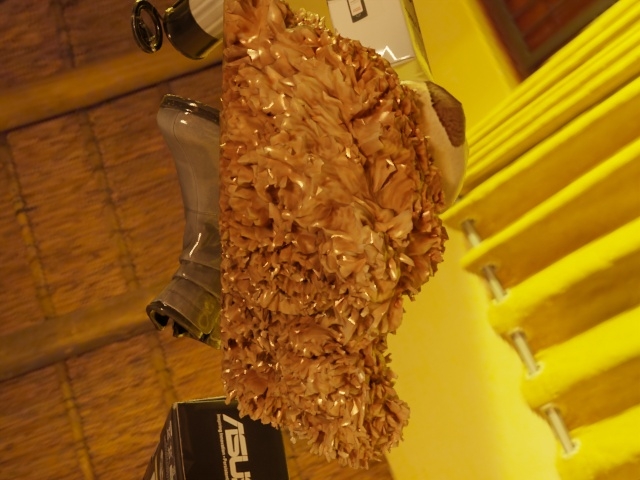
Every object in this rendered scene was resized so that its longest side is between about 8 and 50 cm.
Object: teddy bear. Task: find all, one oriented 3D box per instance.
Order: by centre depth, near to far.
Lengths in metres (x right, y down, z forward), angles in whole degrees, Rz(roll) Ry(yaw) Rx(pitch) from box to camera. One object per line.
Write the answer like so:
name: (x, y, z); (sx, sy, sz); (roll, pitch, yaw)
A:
teddy bear: (0.000, 0.000, 0.502); (0.113, 0.338, 0.245); (0, -127, -7)

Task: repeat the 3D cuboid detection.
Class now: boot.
boot: (-0.139, -0.002, 1.108); (0.222, 0.118, 0.338); (-61, -29, -19)

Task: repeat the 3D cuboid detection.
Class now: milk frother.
milk frother: (-0.164, -0.307, 1.230); (0.129, 0.135, 0.143); (43, -139, -23)

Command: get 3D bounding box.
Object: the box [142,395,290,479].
box: (-0.083, 0.367, 0.751); (0.097, 0.318, 0.394); (0, -122, -21)

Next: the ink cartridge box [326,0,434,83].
ink cartridge box: (0.063, -0.272, 1.080); (0.148, 0.086, 0.203); (18, -123, -73)
